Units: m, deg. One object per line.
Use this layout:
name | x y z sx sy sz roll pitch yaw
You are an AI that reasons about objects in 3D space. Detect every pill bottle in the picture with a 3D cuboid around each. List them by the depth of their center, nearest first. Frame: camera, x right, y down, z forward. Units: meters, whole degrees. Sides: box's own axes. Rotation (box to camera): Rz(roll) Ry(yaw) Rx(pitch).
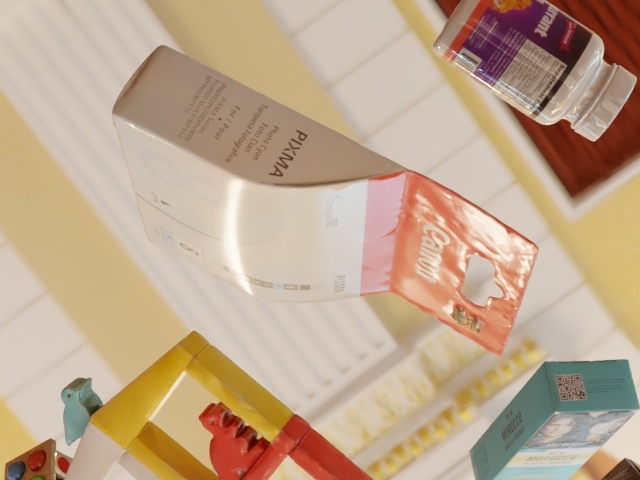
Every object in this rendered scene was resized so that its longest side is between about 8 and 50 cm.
pill bottle | 0.221 -0.186 1.607 0.108 0.193 0.108 -57 -179 2

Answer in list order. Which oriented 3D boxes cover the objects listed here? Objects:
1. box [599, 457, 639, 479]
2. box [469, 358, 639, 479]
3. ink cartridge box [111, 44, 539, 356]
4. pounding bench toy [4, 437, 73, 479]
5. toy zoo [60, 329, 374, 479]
box | 0.231 0.354 1.226 0.318 0.395 0.097 -46 -133 9
box | 0.253 0.210 1.730 0.100 0.060 0.244 0 150 -16
ink cartridge box | 0.000 0.000 1.475 0.091 0.385 0.308 -57 168 -19
pounding bench toy | -0.204 0.204 1.192 0.052 0.065 0.083 -30 -135 26
toy zoo | -0.063 0.194 1.084 0.192 0.293 0.030 -52 176 27
